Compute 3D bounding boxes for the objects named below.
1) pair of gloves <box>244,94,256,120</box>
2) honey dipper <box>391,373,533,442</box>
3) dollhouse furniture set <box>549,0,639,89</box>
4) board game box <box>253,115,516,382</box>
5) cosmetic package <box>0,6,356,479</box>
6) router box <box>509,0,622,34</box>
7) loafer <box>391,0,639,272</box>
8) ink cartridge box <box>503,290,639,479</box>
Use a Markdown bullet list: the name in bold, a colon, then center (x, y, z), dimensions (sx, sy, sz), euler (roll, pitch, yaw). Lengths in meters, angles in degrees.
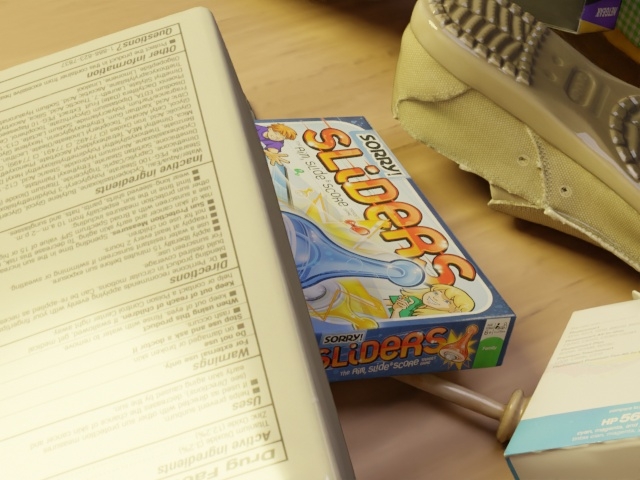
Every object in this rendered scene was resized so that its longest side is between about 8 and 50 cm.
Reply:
- **pair of gloves**: center (-0.077, -0.074, 1.122), dimensions (0.083, 0.010, 0.074), euler (0, 43, -22)
- **honey dipper**: center (0.057, 0.074, 0.993), dimensions (0.161, 0.030, 0.030), euler (22, 39, 10)
- **dollhouse furniture set**: center (0.140, -0.223, 1.233), dimensions (0.151, 0.197, 0.301), euler (-17, 51, -37)
- **board game box**: center (0.000, 0.000, 1.027), dimensions (0.136, 0.035, 0.201), euler (-4, 36, -26)
- **cosmetic package**: center (-0.084, 0.045, 0.860), dimensions (0.160, 0.113, 0.309), euler (-18, 46, 3)
- **router box**: center (0.061, -0.283, 1.180), dimensions (0.309, 0.243, 0.081), euler (19, 15, 22)
- **loafer**: center (0.153, -0.046, 1.123), dimensions (0.268, 0.092, 0.102), euler (39, 43, 0)
- **ink cartridge box**: center (0.166, 0.092, 0.936), dimensions (0.090, 0.092, 0.143), euler (-12, 27, 33)
